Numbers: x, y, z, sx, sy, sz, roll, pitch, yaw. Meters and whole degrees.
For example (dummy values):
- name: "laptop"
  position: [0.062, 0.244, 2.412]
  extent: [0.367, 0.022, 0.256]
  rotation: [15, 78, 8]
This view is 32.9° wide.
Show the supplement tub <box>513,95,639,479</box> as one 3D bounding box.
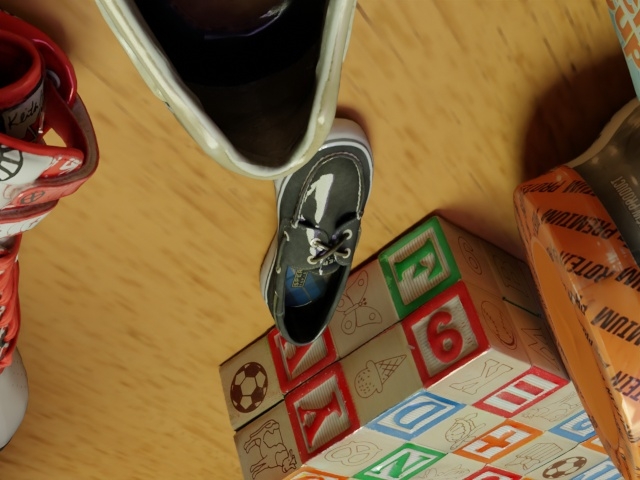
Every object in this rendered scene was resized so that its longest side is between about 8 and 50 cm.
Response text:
- name: "supplement tub"
  position: [0.264, -0.011, 0.503]
  extent: [0.315, 0.194, 0.194]
  rotation: [-20, 146, 3]

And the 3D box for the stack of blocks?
- name: "stack of blocks"
  position: [0.104, 0.108, 0.686]
  extent: [0.171, 0.087, 0.297]
  rotation: [-37, 141, 25]

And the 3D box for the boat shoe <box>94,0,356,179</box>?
- name: "boat shoe"
  position: [-0.027, -0.138, 0.273]
  extent: [0.113, 0.103, 0.302]
  rotation: [-16, 145, -3]

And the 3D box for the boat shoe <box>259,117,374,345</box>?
- name: "boat shoe"
  position: [0.000, 0.000, 0.531]
  extent: [0.049, 0.040, 0.142]
  rotation: [-6, 144, -16]

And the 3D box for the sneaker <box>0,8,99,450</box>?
- name: "sneaker"
  position: [-0.142, 0.005, 0.429]
  extent: [0.144, 0.090, 0.270]
  rotation: [-19, 143, 6]

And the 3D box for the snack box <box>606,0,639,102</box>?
- name: "snack box"
  position: [0.221, -0.032, 0.374]
  extent: [0.187, 0.322, 0.060]
  rotation: [-19, -176, 2]
